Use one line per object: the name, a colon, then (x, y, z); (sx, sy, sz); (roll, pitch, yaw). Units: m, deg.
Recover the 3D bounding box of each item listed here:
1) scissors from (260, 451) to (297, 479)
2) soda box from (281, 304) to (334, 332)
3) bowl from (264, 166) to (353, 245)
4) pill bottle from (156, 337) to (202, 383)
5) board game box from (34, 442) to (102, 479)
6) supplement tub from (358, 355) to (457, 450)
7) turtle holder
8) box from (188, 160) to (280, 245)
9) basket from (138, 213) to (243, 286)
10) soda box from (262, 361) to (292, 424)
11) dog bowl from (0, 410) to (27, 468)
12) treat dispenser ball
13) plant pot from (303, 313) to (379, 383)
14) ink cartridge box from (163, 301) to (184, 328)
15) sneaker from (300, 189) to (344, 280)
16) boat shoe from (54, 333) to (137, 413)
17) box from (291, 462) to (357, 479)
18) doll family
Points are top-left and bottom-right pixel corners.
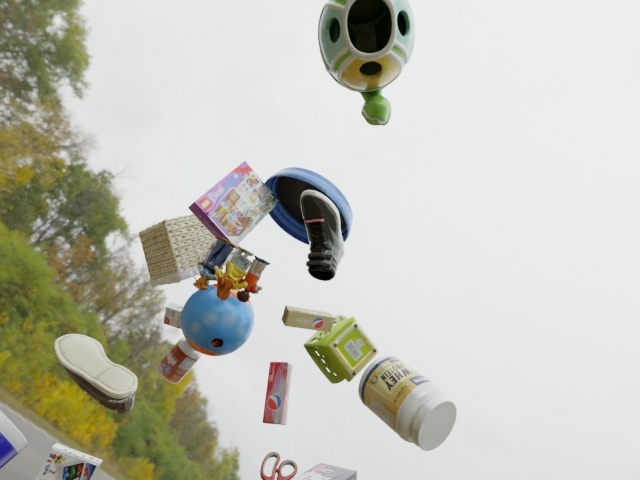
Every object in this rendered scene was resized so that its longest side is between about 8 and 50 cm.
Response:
scissors: (-0.141, 0.714, 1.179); (0.109, 0.297, 0.021); (16, -68, 5)
soda box: (-0.045, 0.286, 1.553); (0.181, 0.061, 0.058); (13, 9, -20)
bowl: (-0.050, -0.128, 1.689); (0.391, 0.077, 0.391); (22, -34, 16)
pill bottle: (-0.593, 0.500, 1.840); (0.121, 0.216, 0.121); (41, -1, 1)
board game box: (-1.014, 0.972, 1.644); (0.193, 0.305, 0.053); (26, -11, -6)
supplement tub: (0.317, 0.594, 1.578); (0.316, 0.228, 0.228); (25, -35, 53)
turtle holder: (0.101, -0.465, 1.034); (0.244, 0.227, 0.320); (19, -74, -4)
box: (-0.296, -0.128, 1.507); (0.057, 0.293, 0.201); (-26, -71, 45)
basket: (-0.579, 0.029, 1.890); (0.331, 0.328, 0.266); (-12, -85, 47)
soda box: (-0.190, 0.682, 1.908); (0.092, 0.263, 0.083); (-2, -26, 12)
dog bowl: (-0.893, 0.475, 1.088); (0.265, 0.104, 0.264); (18, -49, 22)
treat dispenser ball: (-0.409, 0.315, 1.706); (0.288, 0.288, 0.288); (27, -37, 22)
plant pot: (0.100, 0.464, 1.826); (0.228, 0.227, 0.207); (54, -25, -3)
ink cartridge box: (-0.678, 0.369, 2.060); (0.135, 0.056, 0.099); (18, -68, 1)
sneaker: (0.000, 0.000, 1.242); (0.105, 0.146, 0.295); (-2, -46, 20)
boat shoe: (-0.653, 0.380, 1.228); (0.324, 0.117, 0.096); (24, -63, 23)
box: (0.003, 0.870, 1.444); (0.163, 0.142, 0.247); (-4, -12, 29)
doll family: (-0.286, 0.082, 1.228); (0.263, 0.163, 0.118); (24, -9, 30)
